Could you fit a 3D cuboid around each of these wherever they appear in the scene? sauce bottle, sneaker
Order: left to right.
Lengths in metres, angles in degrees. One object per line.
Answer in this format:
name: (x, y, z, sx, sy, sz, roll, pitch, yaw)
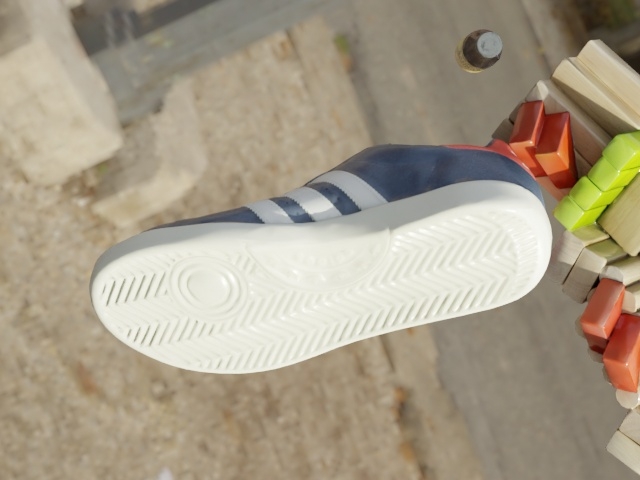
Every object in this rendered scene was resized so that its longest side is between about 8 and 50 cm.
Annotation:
sneaker: (0.000, 0.000, 1.228, 0.148, 0.350, 0.131, -84, 164, -56)
sauce bottle: (0.162, -0.194, 1.632, 0.128, 0.042, 0.042, -96, 163, -88)

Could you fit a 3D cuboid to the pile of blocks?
pile of blocks: (0.242, 0.024, 1.215, 0.112, 0.149, 0.362, -15, 81, -55)
